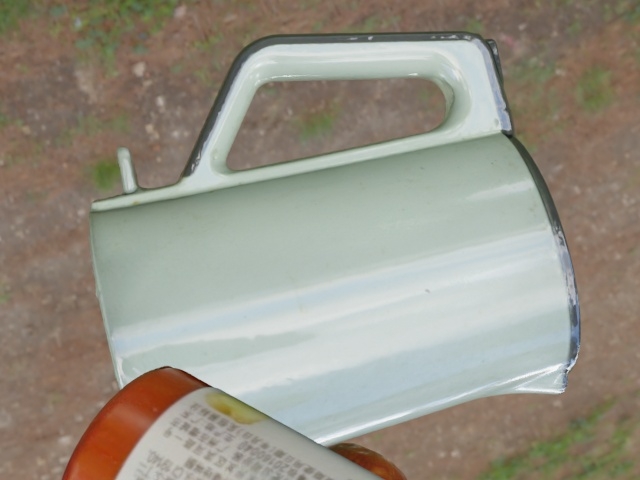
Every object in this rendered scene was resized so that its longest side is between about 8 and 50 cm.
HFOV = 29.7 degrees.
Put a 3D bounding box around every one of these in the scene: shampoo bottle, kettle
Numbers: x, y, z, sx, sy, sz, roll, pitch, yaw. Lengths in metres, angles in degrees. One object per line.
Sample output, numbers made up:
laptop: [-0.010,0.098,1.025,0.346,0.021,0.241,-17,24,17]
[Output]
shampoo bottle: [0.019,0.160,0.531,0.104,0.278,0.104,-46,151,-36]
kettle: [0.000,0.000,1.043,0.376,0.361,0.250,-14,176,-5]

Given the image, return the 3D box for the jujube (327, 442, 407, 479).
jujube: [0.017,0.404,1.653,0.255,0.190,0.190,-52,157,-16]
